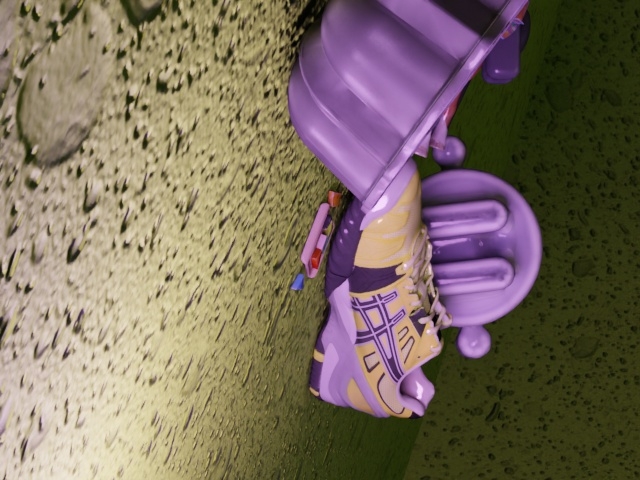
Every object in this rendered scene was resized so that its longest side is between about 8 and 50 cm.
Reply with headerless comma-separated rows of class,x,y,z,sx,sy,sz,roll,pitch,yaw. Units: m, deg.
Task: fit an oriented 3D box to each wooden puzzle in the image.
wooden puzzle,0.000,0.000,1.430,0.078,0.014,0.116,44,65,-78

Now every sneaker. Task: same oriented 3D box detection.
sneaker,0.087,0.055,1.601,0.384,0.147,0.145,96,18,-45

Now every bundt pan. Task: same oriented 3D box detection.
bundt pan,0.087,-0.187,1.108,0.331,0.124,0.331,-54,178,-3

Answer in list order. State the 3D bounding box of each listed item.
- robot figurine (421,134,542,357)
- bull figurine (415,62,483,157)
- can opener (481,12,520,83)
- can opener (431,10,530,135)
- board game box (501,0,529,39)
robot figurine,0.184,0.010,1.814,0.353,0.200,0.299,-11,98,-85
bull figurine,0.115,-0.193,1.464,0.310,0.101,0.188,-15,126,-74
can opener,0.251,-0.345,1.801,0.074,0.093,0.280,99,-4,-87
can opener,0.214,-0.243,1.867,0.076,0.095,0.283,96,17,-47
board game box,0.225,-0.333,1.709,0.169,0.033,0.133,29,74,-44
